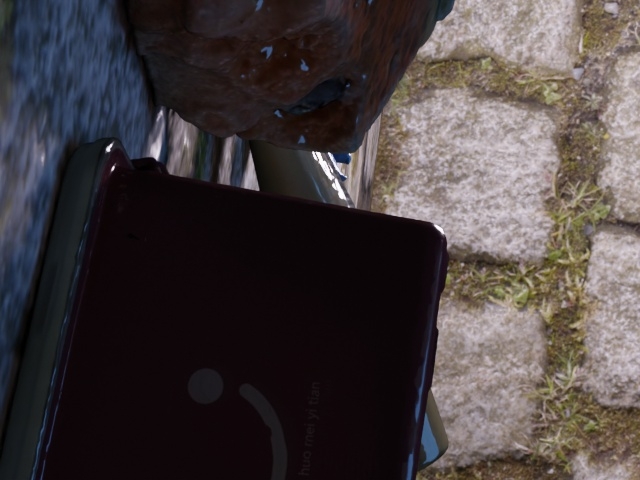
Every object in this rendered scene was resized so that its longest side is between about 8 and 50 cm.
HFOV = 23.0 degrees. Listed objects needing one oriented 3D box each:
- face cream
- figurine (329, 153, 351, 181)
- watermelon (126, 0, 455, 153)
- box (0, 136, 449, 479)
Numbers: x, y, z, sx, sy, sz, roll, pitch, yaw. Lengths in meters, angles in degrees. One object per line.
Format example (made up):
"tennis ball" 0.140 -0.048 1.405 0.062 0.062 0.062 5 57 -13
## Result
"face cream" 0.000 0.000 1.097 0.137 0.084 0.341 -56 128 -78
"figurine" -0.014 -0.086 1.219 0.114 0.079 0.114 -15 90 -71
"watermelon" 0.005 -0.184 0.857 0.264 0.151 0.302 89 9 -65
"box" -0.040 0.118 0.685 0.193 0.167 0.294 90 8 -68
